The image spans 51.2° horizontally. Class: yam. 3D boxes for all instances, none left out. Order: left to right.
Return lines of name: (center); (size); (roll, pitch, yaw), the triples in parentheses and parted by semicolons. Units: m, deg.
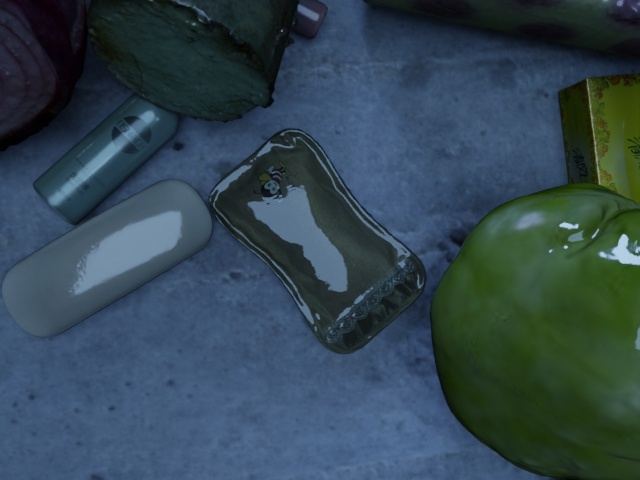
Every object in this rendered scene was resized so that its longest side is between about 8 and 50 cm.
yam: (-0.084, -0.269, 0.565); (0.168, 0.168, 0.304); (12, 77, -6)

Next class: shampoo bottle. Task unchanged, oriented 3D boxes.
shampoo bottle: (-0.177, -0.099, 0.626); (0.195, 0.056, 0.056); (-45, 94, -5)

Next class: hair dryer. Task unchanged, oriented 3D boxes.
hair dryer: (-0.045, -0.192, 0.655); (0.063, 0.037, 0.114); (26, 94, -7)

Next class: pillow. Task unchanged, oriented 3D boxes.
pillow: (0.000, 0.000, 0.656); (0.130, 0.033, 0.217); (-40, 94, -4)

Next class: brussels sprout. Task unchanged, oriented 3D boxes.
brussels sprout: (0.232, 0.084, 0.574); (0.274, 0.316, 0.242); (16, 68, 15)

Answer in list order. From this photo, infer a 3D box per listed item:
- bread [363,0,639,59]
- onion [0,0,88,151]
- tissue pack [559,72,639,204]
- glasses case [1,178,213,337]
bread: (0.215, -0.282, 0.623); (0.338, 0.155, 0.187); (8, 95, -8)
onion: (-0.320, -0.196, 0.521); (0.256, 0.272, 0.230); (-7, 58, -16)
tissue pack: (0.309, -0.078, 0.679); (0.095, 0.062, 0.176); (-6, 91, -7)
glasses case: (-0.197, 0.016, 0.623); (0.204, 0.051, 0.081); (-30, 94, -6)
